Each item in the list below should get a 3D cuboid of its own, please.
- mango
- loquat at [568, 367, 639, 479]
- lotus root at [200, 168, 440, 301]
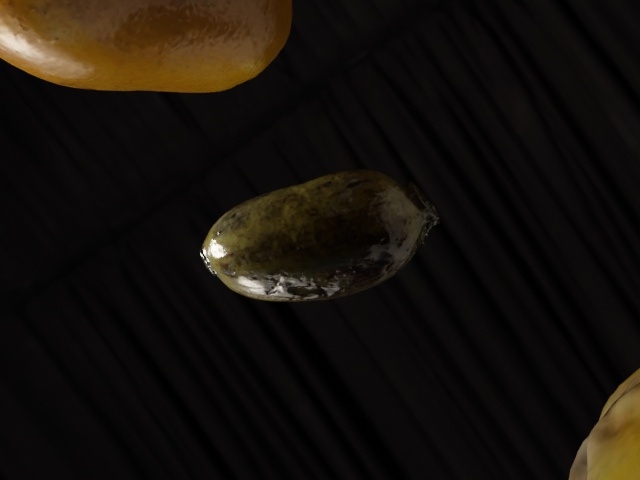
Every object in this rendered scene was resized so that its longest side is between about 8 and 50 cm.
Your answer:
[{"bbox_3d":[-0.094,-0.141,0.690,0.102,0.141,0.217,-26,-35,37],"label":"mango"},{"bbox_3d":[0.264,0.142,0.670,0.276,0.284,0.276,22,-90,-84],"label":"loquat"},{"bbox_3d":[0.000,0.000,1.040,0.179,0.089,0.080,-15,28,4],"label":"lotus root"}]
